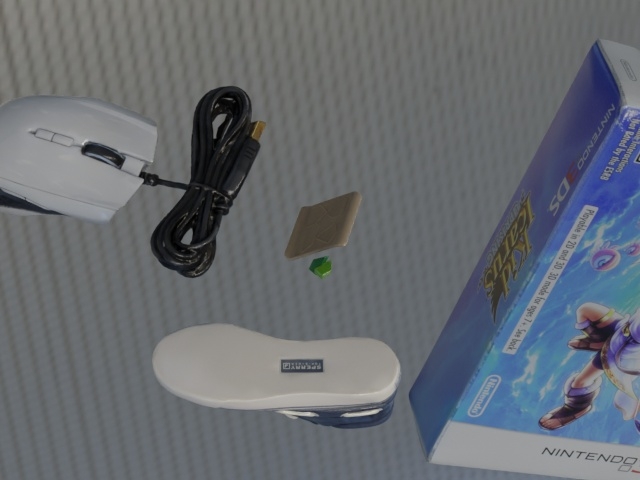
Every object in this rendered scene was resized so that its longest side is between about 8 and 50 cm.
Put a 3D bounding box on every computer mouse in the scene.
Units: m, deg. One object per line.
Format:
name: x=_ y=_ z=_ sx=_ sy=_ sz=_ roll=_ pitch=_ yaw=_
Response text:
computer mouse: x=-0.123 y=-0.042 z=0.854 sx=0.042 sy=0.193 sz=0.106 roll=48 pitch=57 yaw=-51

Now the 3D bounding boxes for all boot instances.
boot: x=-0.034 y=0.114 z=1.257 sx=0.086 sy=0.190 sz=0.069 roll=90 pitch=6 yaw=-61

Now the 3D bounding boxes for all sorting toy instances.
sorting toy: x=0.000 y=0.000 z=1.311 sx=0.012 sy=0.062 sz=0.083 roll=46 pitch=47 yaw=-33

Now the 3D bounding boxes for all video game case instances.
video game case: x=0.211 y=0.032 z=0.908 sx=0.244 sy=0.061 sz=0.269 roll=8 pitch=130 yaw=-19
